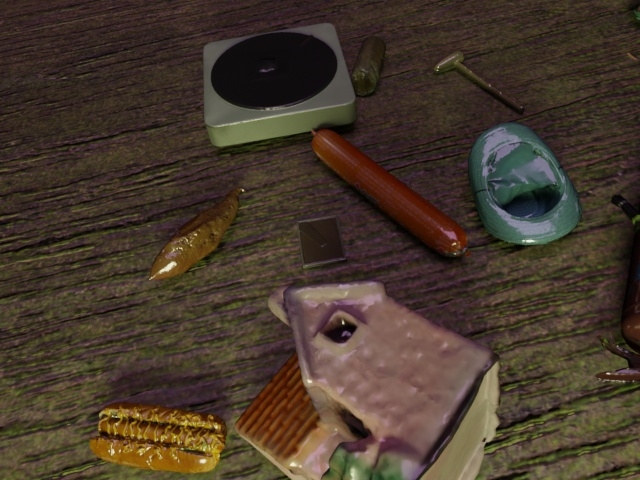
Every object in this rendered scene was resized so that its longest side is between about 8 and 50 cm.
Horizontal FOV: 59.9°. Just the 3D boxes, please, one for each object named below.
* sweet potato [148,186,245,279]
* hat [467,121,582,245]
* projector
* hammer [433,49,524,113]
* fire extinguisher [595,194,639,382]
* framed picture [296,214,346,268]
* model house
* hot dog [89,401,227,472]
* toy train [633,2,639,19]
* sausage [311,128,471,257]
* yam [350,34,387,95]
[{"bbox_3d":[-0.176,-0.011,0.826,0.060,0.068,0.206,37,56,3],"label":"sweet potato"},{"bbox_3d":[0.291,-0.073,0.809,0.138,0.078,0.191,-17,70,5],"label":"hat"},{"bbox_3d":[-0.080,-0.285,1.015,0.258,0.079,0.257,-10,52,0],"label":"projector"},{"bbox_3d":[0.285,-0.279,0.998,0.060,0.028,0.195,-33,56,-11],"label":"hammer"},{"bbox_3d":[0.422,0.033,0.690,0.141,0.105,0.341,6,51,34],"label":"fire extinguisher"},{"bbox_3d":[0.000,0.000,0.829,0.066,0.007,0.089,-11,51,0],"label":"framed picture"},{"bbox_3d":[0.027,0.172,0.555,0.237,0.237,0.202,30,68,32],"label":"model house"},{"bbox_3d":[-0.187,0.230,0.650,0.164,0.045,0.071,3,51,11],"label":"hot dog"},{"bbox_3d":[0.728,-0.445,1.025,0.177,0.116,0.285,-29,52,-30],"label":"toy train"},{"bbox_3d":[0.094,-0.080,0.849,0.053,0.053,0.348,-35,56,-19],"label":"sausage"},{"bbox_3d":[0.091,-0.333,1.046,0.054,0.054,0.132,7,52,13],"label":"yam"}]
